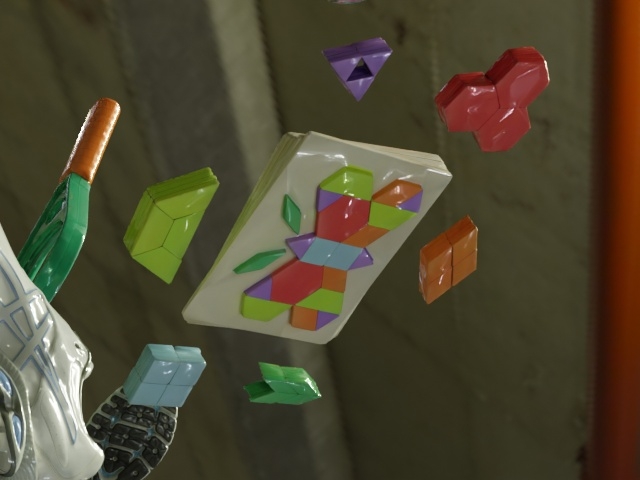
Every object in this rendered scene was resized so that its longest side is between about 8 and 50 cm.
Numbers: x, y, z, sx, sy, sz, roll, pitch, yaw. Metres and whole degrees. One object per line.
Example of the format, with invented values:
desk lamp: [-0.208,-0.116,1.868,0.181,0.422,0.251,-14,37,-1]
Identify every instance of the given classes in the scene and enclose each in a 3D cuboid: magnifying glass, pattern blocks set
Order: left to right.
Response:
magnifying glass: [-0.193,-0.025,1.255,0.026,0.231,0.092,33,-47,-21]
pattern blocks set: [0.000,0.000,1.144,0.026,0.285,0.325,59,-41,40]

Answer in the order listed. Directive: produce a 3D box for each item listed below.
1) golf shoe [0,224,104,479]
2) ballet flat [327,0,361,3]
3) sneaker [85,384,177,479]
golf shoe: [-0.159,0.049,0.836,0.069,0.086,0.176,-35,-121,38]
ballet flat: [0.005,-0.250,1.050,0.077,0.079,0.221,24,-42,46]
sneaker: [-0.167,0.170,1.274,0.063,0.162,0.073,31,6,-14]
